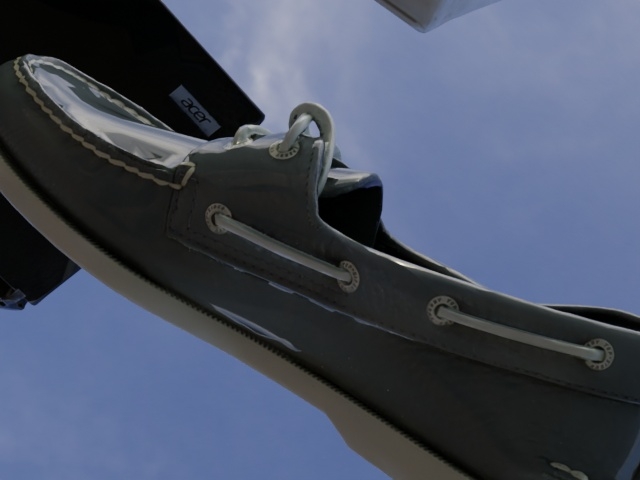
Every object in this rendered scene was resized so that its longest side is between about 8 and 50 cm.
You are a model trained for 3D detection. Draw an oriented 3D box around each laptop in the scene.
[{"bbox_3d":[-0.211,-0.085,0.923,0.264,0.234,0.136,2,-128,50],"label":"laptop"}]

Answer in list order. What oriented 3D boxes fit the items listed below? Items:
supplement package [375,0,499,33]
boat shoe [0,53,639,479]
[{"bbox_3d":[0.057,-0.198,0.360,0.145,0.204,0.262,36,-69,9],"label":"supplement package"},{"bbox_3d":[0.000,0.000,0.704,0.319,0.116,0.099,34,-73,19],"label":"boat shoe"}]
